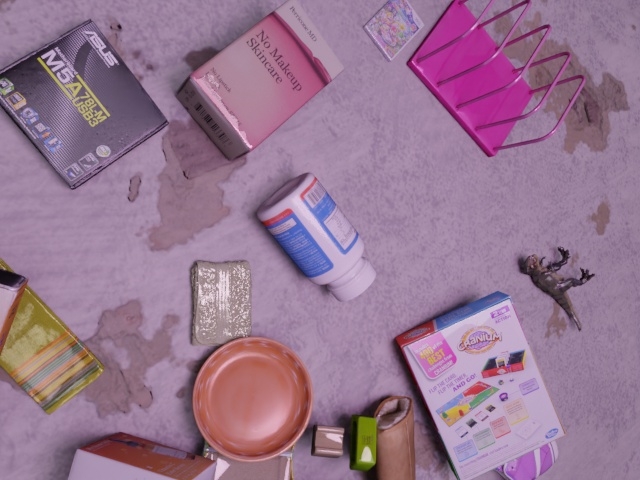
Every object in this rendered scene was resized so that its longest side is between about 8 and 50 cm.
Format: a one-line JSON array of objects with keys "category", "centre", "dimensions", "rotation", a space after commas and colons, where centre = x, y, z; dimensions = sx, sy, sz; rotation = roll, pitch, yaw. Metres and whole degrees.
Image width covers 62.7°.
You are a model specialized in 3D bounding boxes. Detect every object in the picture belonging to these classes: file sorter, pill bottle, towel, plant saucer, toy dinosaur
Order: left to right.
[{"category": "towel", "centre": [-0.439, 0.142, 0.778], "dimensions": [0.102, 0.021, 0.237], "rotation": [-42, 107, -21]}, {"category": "towel", "centre": [-0.168, 0.108, 0.907], "dimensions": [0.109, 0.027, 0.148], "rotation": [0, 90, -27]}, {"category": "plant saucer", "centre": [-0.112, 0.263, 0.879], "dimensions": [0.199, 0.037, 0.200], "rotation": [4, 68, -11]}, {"category": "pill bottle", "centre": [0.000, 0.000, 0.936], "dimensions": [0.124, 0.124, 0.222], "rotation": [-43, 107, -20]}, {"category": "file sorter", "centre": [0.374, -0.357, 1.087], "dimensions": [0.290, 0.182, 0.202], "rotation": [41, 73, -20]}, {"category": "toy dinosaur", "centre": [0.575, 0.093, 1.251], "dimensions": [0.268, 0.064, 0.118], "rotation": [42, 87, -20]}]

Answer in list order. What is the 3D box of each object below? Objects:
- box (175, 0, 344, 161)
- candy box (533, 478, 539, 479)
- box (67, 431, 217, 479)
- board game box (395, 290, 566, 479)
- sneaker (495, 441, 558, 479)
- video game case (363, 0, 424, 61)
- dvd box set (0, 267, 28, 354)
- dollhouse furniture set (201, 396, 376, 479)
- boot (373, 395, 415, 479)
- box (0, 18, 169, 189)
[{"category": "box", "centre": [-0.101, -0.267, 0.886], "dimensions": [0.232, 0.126, 0.149], "rotation": [-46, 108, -19]}, {"category": "candy box", "centre": [0.415, 0.637, 1.134], "dimensions": [0.196, 0.070, 0.165], "rotation": [-18, 120, -24]}, {"category": "box", "centre": [-0.259, 0.358, 0.766], "dimensions": [0.170, 0.130, 0.091], "rotation": [13, 83, 8]}, {"category": "board game box", "centre": [0.324, 0.296, 1.067], "dimensions": [0.242, 0.064, 0.317], "rotation": [-23, 96, -2]}, {"category": "sneaker", "centre": [0.421, 0.418, 1.153], "dimensions": [0.161, 0.102, 0.282], "rotation": [-28, 102, -20]}, {"category": "video game case", "centre": [0.151, -0.438, 1.074], "dimensions": [0.087, 0.011, 0.122], "rotation": [47, 71, -18]}, {"category": "dvd box set", "centre": [-0.543, 0.189, 0.560], "dimensions": [0.307, 0.062, 0.421], "rotation": [20, 94, -16]}, {"category": "dollhouse furniture set", "centre": [-0.065, 0.400, 0.936], "dimensions": [0.301, 0.151, 0.198], "rotation": [9, 65, -9]}, {"category": "boot", "centre": [0.122, 0.459, 0.958], "dimensions": [0.236, 0.089, 0.270], "rotation": [-32, 120, -68]}, {"category": "box", "centre": [-0.365, -0.206, 0.803], "dimensions": [0.184, 0.045, 0.191], "rotation": [-40, 107, -18]}]
